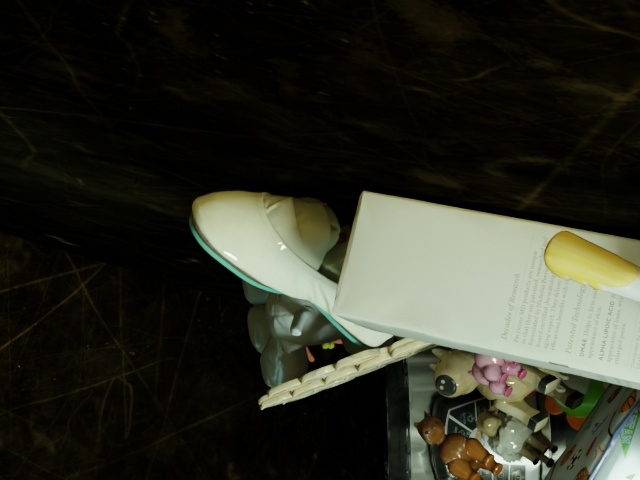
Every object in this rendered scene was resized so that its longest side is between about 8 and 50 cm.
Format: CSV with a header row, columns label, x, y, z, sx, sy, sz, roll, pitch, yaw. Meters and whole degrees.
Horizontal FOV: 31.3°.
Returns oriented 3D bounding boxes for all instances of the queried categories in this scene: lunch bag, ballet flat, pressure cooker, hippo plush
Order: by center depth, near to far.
label,x,y,z,sx,sy,sz,roll,pitch,yaw
ballet flat,-0.002,0.017,1.486,0.139,0.139,0.400,6,160,42
lunch bag,0.435,0.271,1.589,0.115,0.303,0.243,36,-175,3
hippo plush,0.018,0.083,1.794,0.236,0.234,0.294,-9,154,-16
pressure cooker,0.314,0.342,2.049,0.420,0.375,0.370,0,131,0

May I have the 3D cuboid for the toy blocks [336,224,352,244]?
label,x,y,z,sx,sy,sz,roll,pitch,yaw
toy blocks,0.000,0.000,1.626,0.148,0.054,0.123,17,172,-19

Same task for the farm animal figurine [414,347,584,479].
label,x,y,z,sx,sy,sz,roll,pitch,yaw
farm animal figurine,0.254,0.169,1.612,0.172,0.330,0.327,33,-162,35

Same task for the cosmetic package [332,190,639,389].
label,x,y,z,sx,sy,sz,roll,pitch,yaw
cosmetic package,0.231,0.063,1.314,0.385,0.156,0.217,10,173,20

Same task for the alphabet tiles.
label,x,y,z,sx,sy,sz,roll,pitch,yaw
alphabet tiles,0.051,0.193,1.704,0.284,0.021,0.278,-24,168,23

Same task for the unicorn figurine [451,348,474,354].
label,x,y,z,sx,sy,sz,roll,pitch,yaw
unicorn figurine,0.250,0.140,1.737,0.060,0.111,0.162,-2,-158,37

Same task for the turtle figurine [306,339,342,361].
label,x,y,z,sx,sy,sz,roll,pitch,yaw
turtle figurine,0.052,0.104,1.959,0.217,0.087,0.269,2,127,8

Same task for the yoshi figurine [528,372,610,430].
label,x,y,z,sx,sy,sz,roll,pitch,yaw
yoshi figurine,0.372,0.151,1.827,0.362,0.203,0.203,25,138,30

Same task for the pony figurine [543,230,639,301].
label,x,y,z,sx,sy,sz,roll,pitch,yaw
pony figurine,0.417,0.090,0.951,0.351,0.303,0.363,31,178,-39
